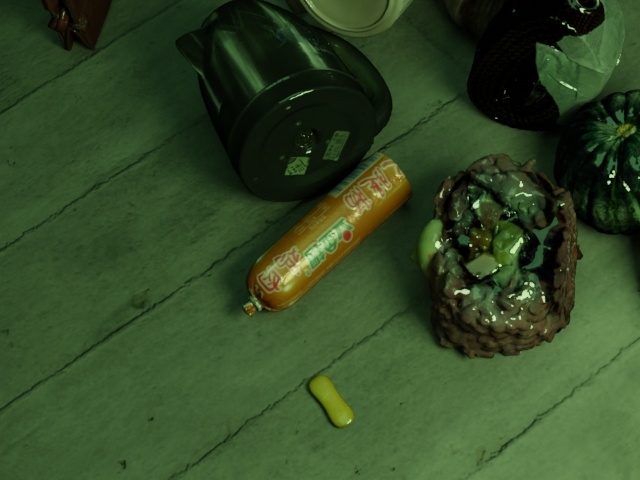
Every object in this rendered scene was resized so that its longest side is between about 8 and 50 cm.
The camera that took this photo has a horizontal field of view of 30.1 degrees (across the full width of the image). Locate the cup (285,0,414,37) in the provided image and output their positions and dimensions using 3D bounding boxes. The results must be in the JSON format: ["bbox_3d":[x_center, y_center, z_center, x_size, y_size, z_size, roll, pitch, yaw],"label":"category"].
[{"bbox_3d":[0.069,-0.484,1.953,0.288,0.208,0.273,9,43,28],"label":"cup"}]

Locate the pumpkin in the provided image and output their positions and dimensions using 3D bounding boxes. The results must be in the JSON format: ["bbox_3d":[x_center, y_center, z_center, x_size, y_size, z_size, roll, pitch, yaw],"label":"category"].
[{"bbox_3d":[0.446,-0.113,1.721,0.221,0.162,0.220,-10,50,12],"label":"pumpkin"}]

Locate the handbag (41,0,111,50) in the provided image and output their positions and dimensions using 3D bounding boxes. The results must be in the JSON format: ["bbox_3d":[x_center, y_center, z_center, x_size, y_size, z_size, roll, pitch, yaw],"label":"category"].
[{"bbox_3d":[-0.417,-0.504,2.045,0.084,0.260,0.275,4,61,9],"label":"handbag"}]

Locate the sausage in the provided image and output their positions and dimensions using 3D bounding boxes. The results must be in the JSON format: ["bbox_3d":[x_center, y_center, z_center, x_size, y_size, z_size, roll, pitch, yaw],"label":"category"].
[{"bbox_3d":[0.000,0.000,1.764,0.312,0.093,0.093,-42,62,-17],"label":"sausage"}]

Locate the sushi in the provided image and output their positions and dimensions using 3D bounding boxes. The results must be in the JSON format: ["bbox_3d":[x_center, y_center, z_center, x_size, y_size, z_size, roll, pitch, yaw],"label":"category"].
[{"bbox_3d":[0.242,0.024,1.664,0.237,0.171,0.270,8,66,14],"label":"sushi"}]

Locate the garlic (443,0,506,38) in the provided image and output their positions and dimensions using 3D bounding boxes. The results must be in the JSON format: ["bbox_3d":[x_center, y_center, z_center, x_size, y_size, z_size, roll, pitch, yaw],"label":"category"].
[{"bbox_3d":[0.318,-0.431,1.939,0.245,0.160,0.245,-7,61,13],"label":"garlic"}]

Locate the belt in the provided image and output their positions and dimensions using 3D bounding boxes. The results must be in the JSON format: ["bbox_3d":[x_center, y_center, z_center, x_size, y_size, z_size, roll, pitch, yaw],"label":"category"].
[{"bbox_3d":[0.330,-0.269,1.766,0.184,0.289,0.164,27,64,-3],"label":"belt"}]

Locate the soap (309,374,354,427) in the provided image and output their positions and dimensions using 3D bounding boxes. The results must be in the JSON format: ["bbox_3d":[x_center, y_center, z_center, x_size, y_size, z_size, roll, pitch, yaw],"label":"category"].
[{"bbox_3d":[0.015,0.225,1.668,0.034,0.012,0.089,-31,59,-10],"label":"soap"}]

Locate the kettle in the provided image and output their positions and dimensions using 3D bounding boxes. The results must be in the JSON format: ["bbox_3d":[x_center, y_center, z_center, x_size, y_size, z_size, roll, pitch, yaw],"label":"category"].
[{"bbox_3d":[-0.045,-0.255,1.878,0.321,0.228,0.324,-8,48,-27],"label":"kettle"}]
